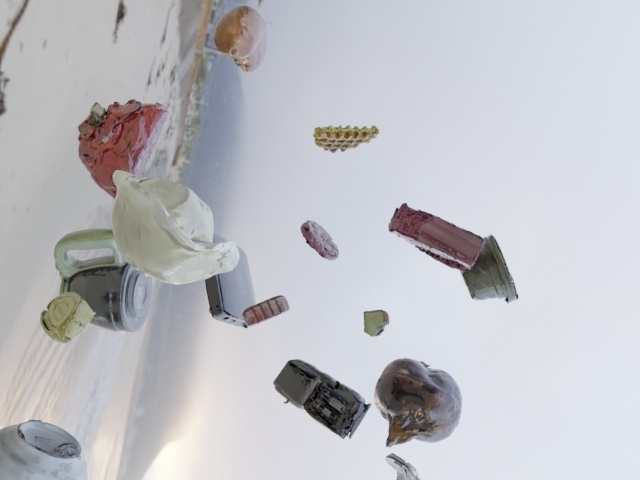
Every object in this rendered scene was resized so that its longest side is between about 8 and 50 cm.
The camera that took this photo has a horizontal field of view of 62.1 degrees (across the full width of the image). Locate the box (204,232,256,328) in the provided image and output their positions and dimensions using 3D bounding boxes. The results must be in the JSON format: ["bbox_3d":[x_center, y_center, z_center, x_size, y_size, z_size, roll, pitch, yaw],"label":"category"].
[{"bbox_3d":[-0.291,0.132,1.708,0.290,0.073,0.288,42,32,-68],"label":"box"}]

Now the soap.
[{"bbox_3d":[0.348,-0.014,1.624,0.112,0.289,0.182,-60,165,-5],"label":"soap"}]

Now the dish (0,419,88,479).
[{"bbox_3d":[-0.715,0.547,1.363,0.106,0.317,0.316,-60,-165,-7],"label":"dish"}]

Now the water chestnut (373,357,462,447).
[{"bbox_3d":[0.339,0.612,1.954,0.347,0.335,0.335,-41,172,-36],"label":"water chestnut"}]

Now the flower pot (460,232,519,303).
[{"bbox_3d":[0.526,0.106,1.701,0.235,0.141,0.235,-22,90,-77],"label":"flower pot"}]

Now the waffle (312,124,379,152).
[{"bbox_3d":[0.076,-0.309,1.555,0.160,0.192,0.046,48,29,-73],"label":"waffle"}]

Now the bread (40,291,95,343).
[{"bbox_3d":[-0.637,0.190,1.334,0.117,0.064,0.156,-42,-143,-18],"label":"bread"}]

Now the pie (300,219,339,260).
[{"bbox_3d":[0.000,0.000,1.606,0.036,0.154,0.154,-43,-150,19],"label":"pie"}]

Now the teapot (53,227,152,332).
[{"bbox_3d":[-0.651,0.134,1.559,0.321,0.240,0.239,88,5,-63],"label":"teapot"}]

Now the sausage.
[{"bbox_3d":[-0.143,-0.381,1.000,0.302,0.076,0.102,-101,-155,-78],"label":"sausage"}]

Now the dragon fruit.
[{"bbox_3d":[-0.579,-0.290,1.491,0.152,0.205,0.316,163,-52,-76],"label":"dragon fruit"}]

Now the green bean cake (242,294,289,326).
[{"bbox_3d":[-0.158,0.203,1.542,0.135,0.136,0.056,126,-58,-80],"label":"green bean cake"}]

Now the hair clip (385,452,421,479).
[{"bbox_3d":[0.246,0.696,1.606,0.049,0.116,0.172,-51,144,-30],"label":"hair clip"}]

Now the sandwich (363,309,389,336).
[{"bbox_3d":[0.193,0.282,1.817,0.105,0.036,0.093,-18,-107,46],"label":"sandwich"}]

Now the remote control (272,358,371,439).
[{"bbox_3d":[-0.016,0.446,1.542,0.144,0.062,0.399,-54,-151,-16],"label":"remote control"}]

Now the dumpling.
[{"bbox_3d":[-0.318,-0.029,1.029,0.187,0.318,0.243,-54,170,-11],"label":"dumpling"}]
